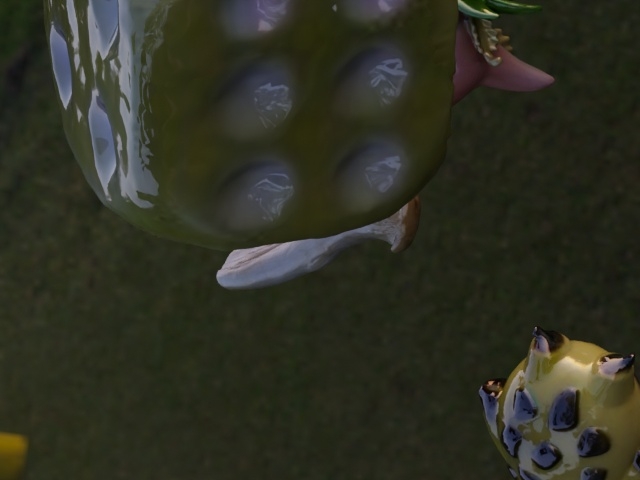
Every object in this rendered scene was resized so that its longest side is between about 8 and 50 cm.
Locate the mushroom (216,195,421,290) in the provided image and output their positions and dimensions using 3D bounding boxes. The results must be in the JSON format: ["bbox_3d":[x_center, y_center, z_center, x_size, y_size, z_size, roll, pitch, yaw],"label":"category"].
[{"bbox_3d":[-0.001,0.002,1.598,0.202,0.054,0.059,-22,23,30],"label":"mushroom"}]

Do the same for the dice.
[{"bbox_3d":[-0.050,-0.147,1.260,0.233,0.227,0.238,-130,35,-54],"label":"dice"}]

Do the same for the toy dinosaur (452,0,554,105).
[{"bbox_3d":[0.117,-0.147,1.695,0.152,0.194,0.177,-171,74,-66],"label":"toy dinosaur"}]

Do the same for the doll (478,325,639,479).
[{"bbox_3d":[0.142,0.178,1.159,0.117,0.086,0.291,23,127,28],"label":"doll"}]
